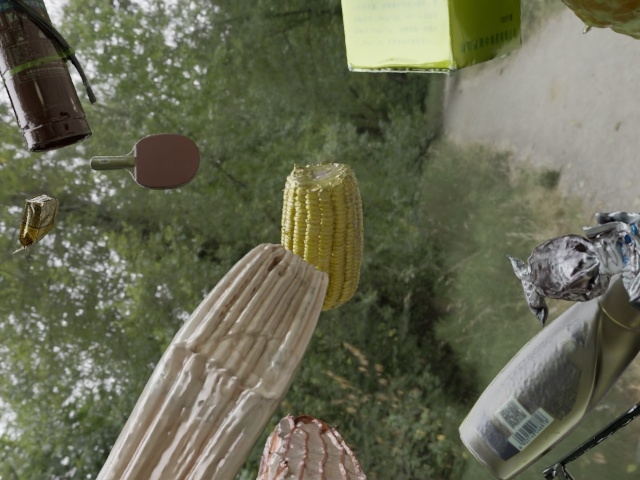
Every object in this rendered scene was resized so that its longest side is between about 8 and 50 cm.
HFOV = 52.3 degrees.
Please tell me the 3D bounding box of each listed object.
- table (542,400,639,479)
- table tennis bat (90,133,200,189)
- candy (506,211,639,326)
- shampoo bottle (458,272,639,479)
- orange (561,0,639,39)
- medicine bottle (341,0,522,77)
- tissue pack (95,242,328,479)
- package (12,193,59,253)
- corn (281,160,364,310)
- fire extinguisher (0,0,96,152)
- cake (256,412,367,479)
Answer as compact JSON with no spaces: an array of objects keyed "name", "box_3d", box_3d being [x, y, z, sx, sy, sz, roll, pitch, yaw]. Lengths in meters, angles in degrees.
[{"name":"table","box_3d":[0.485,0.368,0.834,0.272,0.222,0.335,-42,-6,11]},{"name":"table tennis bat","box_3d":[-0.398,-0.179,1.488,0.022,0.247,0.138,95,173,-71]},{"name":"candy","box_3d":[0.218,0.031,0.562,0.226,0.051,0.094,143,125,-81]},{"name":"shampoo bottle","box_3d":[0.344,0.189,0.931,0.084,0.125,0.350,6,-56,-54]},{"name":"orange","box_3d":[0.356,-0.355,0.663,0.249,0.329,0.329,119,172,-59]},{"name":"medicine bottle","box_3d":[0.103,-0.290,0.611,0.137,0.141,0.250,-25,-63,-37]},{"name":"tissue pack","box_3d":[-0.106,0.164,0.423,0.325,0.071,0.170,-60,-2,21]},{"name":"package","box_3d":[-0.608,-0.031,1.395,0.071,0.047,0.131,-77,8,-75]},{"name":"corn","box_3d":[0.000,0.000,0.653,0.063,0.085,0.165,-73,-15,-50]},{"name":"fire extinguisher","box_3d":[-0.434,-0.311,0.978,0.141,0.105,0.341,-24,-82,-53]},{"name":"cake","box_3d":[-0.013,0.240,0.634,0.287,0.098,0.135,135,152,-72]}]
